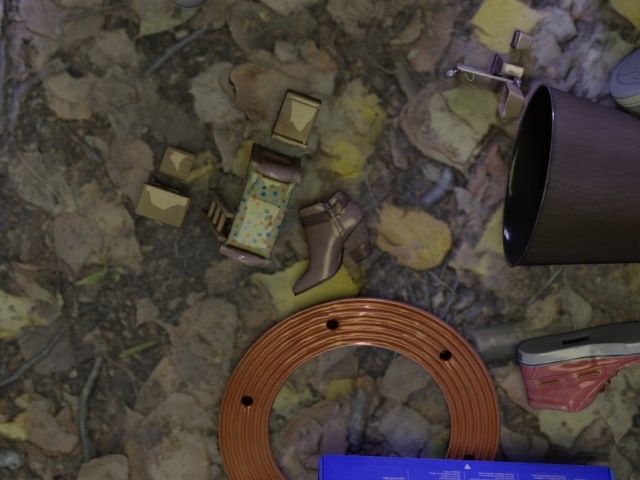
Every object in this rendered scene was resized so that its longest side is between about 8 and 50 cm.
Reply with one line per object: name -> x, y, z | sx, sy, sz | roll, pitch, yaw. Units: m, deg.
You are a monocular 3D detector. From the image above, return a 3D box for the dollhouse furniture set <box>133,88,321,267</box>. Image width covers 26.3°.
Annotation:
dollhouse furniture set -> -0.103, -0.086, 1.502 | 0.161, 0.101, 0.182 | 18, 106, -7

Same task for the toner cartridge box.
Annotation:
toner cartridge box -> 0.169, 0.338, 1.567 | 0.348, 0.165, 0.075 | 3, 134, -2

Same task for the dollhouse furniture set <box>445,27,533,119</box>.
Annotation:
dollhouse furniture set -> 0.182, -0.183, 1.476 | 0.081, 0.114, 0.091 | 15, 108, -1

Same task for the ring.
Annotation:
ring -> 0.047, 0.223, 1.638 | 0.337, 0.032, 0.336 | 0, 106, 0

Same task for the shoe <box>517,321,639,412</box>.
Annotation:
shoe -> 0.324, 0.150, 1.607 | 0.178, 0.063, 0.081 | -9, 108, 7

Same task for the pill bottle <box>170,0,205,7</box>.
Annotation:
pill bottle -> -0.048, -0.436, 1.332 | 0.408, 0.229, 0.229 | -38, 104, 9

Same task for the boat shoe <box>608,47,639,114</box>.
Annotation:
boat shoe -> 0.472, -0.189, 1.461 | 0.320, 0.118, 0.103 | -18, 121, 16

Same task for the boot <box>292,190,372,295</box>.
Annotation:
boot -> 0.000, 0.000, 1.567 | 0.118, 0.042, 0.087 | -31, 99, 6

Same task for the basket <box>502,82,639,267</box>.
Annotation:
basket -> 0.334, -0.056, 1.502 | 0.227, 0.154, 0.204 | 7, 105, -7
